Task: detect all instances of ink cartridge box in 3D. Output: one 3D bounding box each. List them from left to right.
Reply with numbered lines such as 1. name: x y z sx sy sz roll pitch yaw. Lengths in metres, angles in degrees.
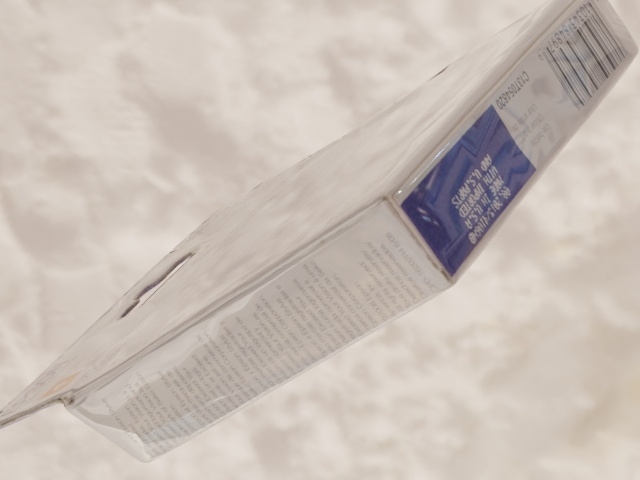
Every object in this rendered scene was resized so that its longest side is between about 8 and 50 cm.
1. ink cartridge box: 0.000 0.000 0.769 0.045 0.224 0.223 54 37 -8
